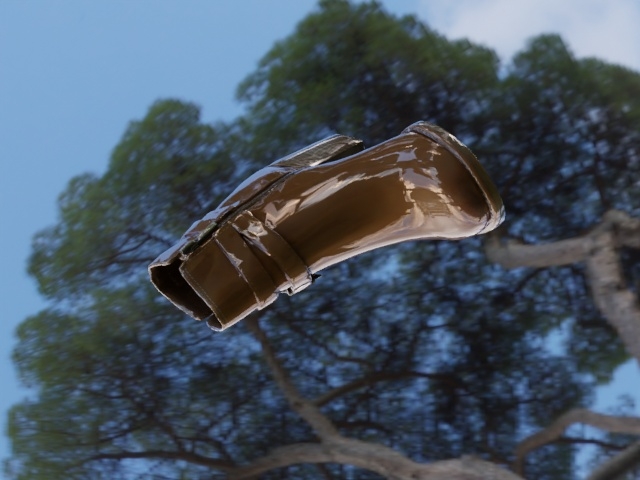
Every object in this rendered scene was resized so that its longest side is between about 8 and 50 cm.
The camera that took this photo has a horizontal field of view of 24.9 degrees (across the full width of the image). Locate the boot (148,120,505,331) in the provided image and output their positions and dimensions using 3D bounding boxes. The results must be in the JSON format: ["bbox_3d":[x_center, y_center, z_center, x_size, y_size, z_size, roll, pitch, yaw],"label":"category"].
[{"bbox_3d":[0.000,0.000,0.824,0.152,0.197,0.073,-35,-71,-24],"label":"boot"}]
